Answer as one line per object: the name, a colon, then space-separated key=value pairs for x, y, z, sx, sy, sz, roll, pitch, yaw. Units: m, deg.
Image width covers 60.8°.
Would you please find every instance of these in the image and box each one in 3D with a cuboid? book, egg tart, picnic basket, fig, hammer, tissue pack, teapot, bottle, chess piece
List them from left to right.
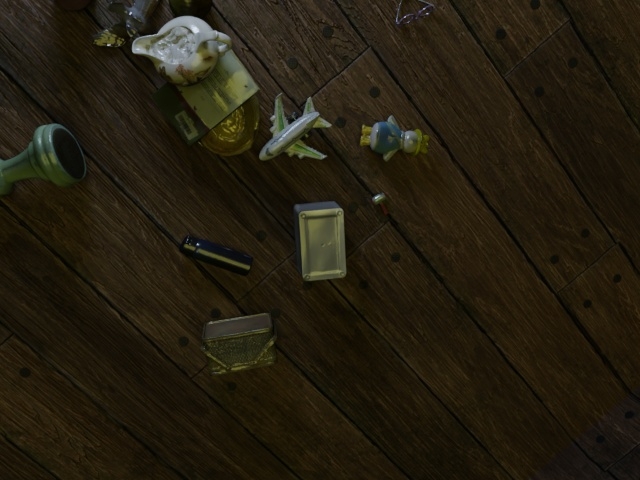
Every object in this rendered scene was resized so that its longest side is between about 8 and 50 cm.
chess piece: x=-0.897 y=-0.224 z=1.658 sx=0.299 sy=0.194 sz=0.194 roll=-17 pitch=106 yaw=5
fig: x=-0.416 y=-0.745 z=1.632 sx=0.133 sy=0.126 sz=0.185 roll=-39 pitch=110 yaw=15
teapot: x=-0.389 y=-0.558 z=1.589 sx=0.298 sy=0.139 sz=0.204 roll=-6 pitch=81 yaw=16
book: x=-0.356 y=-0.457 z=1.686 sx=0.289 sy=0.026 sz=0.201 roll=-35 pitch=96 yaw=10
bottle: x=-0.355 y=0.052 z=1.858 sx=0.244 sy=0.082 sz=0.072 roll=21 pitch=55 yaw=-14
egg tart: x=-0.301 y=-0.389 z=1.753 sx=0.232 sy=0.098 sz=0.252 roll=40 pitch=98 yaw=-12
picnic basket: x=-0.277 y=0.355 z=1.893 sx=0.267 sy=0.165 sz=0.139 roll=-9 pitch=104 yaw=-8
tissue pack: x=-0.001 y=0.000 z=1.869 sx=0.160 sy=0.136 sz=0.246 roll=-4 pitch=103 yaw=-8
hammer: x=0.218 y=-0.127 z=1.930 sx=0.053 sy=0.031 sz=0.083 roll=-30 pitch=112 yaw=2

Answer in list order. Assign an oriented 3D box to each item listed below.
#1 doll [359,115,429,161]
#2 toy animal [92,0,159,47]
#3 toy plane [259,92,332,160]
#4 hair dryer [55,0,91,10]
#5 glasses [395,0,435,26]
doll: x=0.256 y=-0.340 z=1.849 sx=0.241 sy=0.098 sz=0.135 roll=7 pitch=63 yaw=-12
toy animal: x=-0.551 y=-0.636 z=1.634 sx=0.272 sy=0.160 sz=0.197 roll=-42 pitch=108 yaw=10
toy plane: x=-0.097 y=-0.346 z=1.790 sx=0.255 sy=0.101 sz=0.251 roll=-37 pitch=106 yaw=5
hair dryer: x=-0.711 y=-0.860 z=1.529 sx=0.125 sy=0.210 sz=0.352 roll=8 pitch=87 yaw=-6
glasses: x=0.292 y=-0.776 z=1.788 sx=0.140 sy=0.062 sz=0.103 roll=-26 pitch=84 yaw=-2
